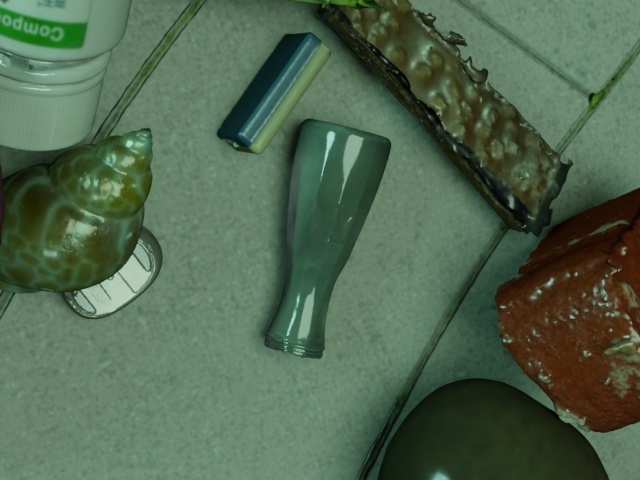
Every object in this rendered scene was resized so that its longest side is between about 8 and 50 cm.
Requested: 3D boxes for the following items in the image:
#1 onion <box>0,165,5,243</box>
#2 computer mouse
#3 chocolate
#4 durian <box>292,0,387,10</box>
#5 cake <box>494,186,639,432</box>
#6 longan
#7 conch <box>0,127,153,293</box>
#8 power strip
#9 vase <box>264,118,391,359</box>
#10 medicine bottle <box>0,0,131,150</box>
[{"bbox_3d":[-0.387,-0.033,0.885,0.358,0.345,0.358,11,67,-26],"label":"onion"},{"bbox_3d":[-0.183,0.025,1.135,0.096,0.039,0.066,-38,109,-10],"label":"computer mouse"},{"bbox_3d":[0.119,-0.136,1.261,0.329,0.065,0.102,44,61,-24],"label":"chocolate"},{"bbox_3d":[-0.084,-0.266,1.107,0.375,0.132,0.107,7,92,-11],"label":"durian"},{"bbox_3d":[0.296,0.065,1.257,0.177,0.151,0.283,59,36,-7],"label":"cake"},{"bbox_3d":[0.165,0.251,1.231,0.248,0.248,0.248,-2,95,-26],"label":"longan"},{"bbox_3d":[-0.211,-0.015,1.061,0.173,0.106,0.116,-4,68,7],"label":"conch"},{"bbox_3d":[-0.043,-0.132,1.181,0.032,0.056,0.123,39,78,-24],"label":"power strip"},{"bbox_3d":[0.000,0.000,1.204,0.086,0.086,0.214,12,93,-27],"label":"vase"},{"bbox_3d":[-0.212,-0.196,0.999,0.139,0.139,0.237,-1,130,-26],"label":"medicine bottle"}]
